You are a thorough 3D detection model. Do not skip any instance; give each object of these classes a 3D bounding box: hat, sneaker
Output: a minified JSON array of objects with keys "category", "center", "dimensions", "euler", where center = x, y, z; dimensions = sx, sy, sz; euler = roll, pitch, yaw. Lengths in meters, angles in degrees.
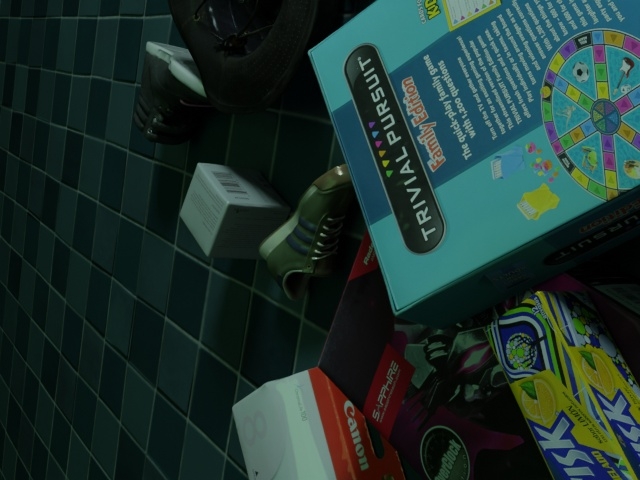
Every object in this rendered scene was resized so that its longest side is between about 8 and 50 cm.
[{"category":"hat","center":[-0.057,-0.319,0.866],"dimensions":[0.331,0.134,0.331],"euler":[17,111,50]},{"category":"sneaker","center":[-0.200,-0.202,1.074],"dimensions":[0.296,0.104,0.147],"euler":[38,120,53]},{"category":"sneaker","center":[0.000,0.000,0.835],"dimensions":[0.192,0.064,0.086],"euler":[-45,62,42]}]

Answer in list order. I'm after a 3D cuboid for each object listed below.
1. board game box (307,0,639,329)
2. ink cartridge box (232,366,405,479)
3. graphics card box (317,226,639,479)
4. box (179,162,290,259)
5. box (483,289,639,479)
[{"category":"board game box","center":[0.170,-0.123,0.508],"dimensions":[0.336,0.079,0.254],"euler":[-31,59,27]},{"category":"ink cartridge box","center":[-0.011,0.246,0.840],"dimensions":[0.232,0.066,0.189],"euler":[-44,54,47]},{"category":"graphics card box","center":[0.157,0.110,0.594],"dimensions":[0.371,0.094,0.233],"euler":[40,119,44]},{"category":"box","center":[-0.114,-0.037,0.947],"dimensions":[0.101,0.102,0.087],"euler":[49,123,41]},{"category":"box","center":[0.172,0.117,0.451],"dimensions":[0.054,0.059,0.169],"euler":[-46,54,40]}]
